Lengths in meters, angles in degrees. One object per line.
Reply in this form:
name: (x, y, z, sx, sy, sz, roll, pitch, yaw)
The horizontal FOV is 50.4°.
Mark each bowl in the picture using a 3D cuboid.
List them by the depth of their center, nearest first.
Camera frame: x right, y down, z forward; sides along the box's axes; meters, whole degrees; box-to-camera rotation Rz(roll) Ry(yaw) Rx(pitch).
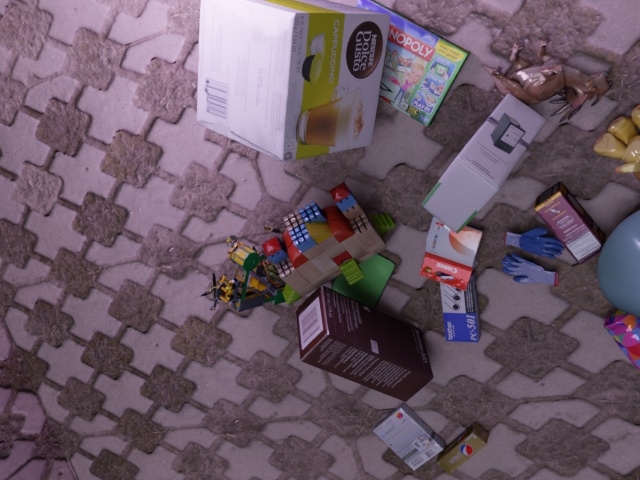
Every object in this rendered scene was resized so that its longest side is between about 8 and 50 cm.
bowl: (0.837, 0.081, 1.601, 0.311, 0.163, 0.311, -1, 113, -2)

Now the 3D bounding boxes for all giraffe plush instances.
giraffe plush: (0.779, -0.193, 1.598, 0.181, 0.210, 0.170, -36, 122, 25)

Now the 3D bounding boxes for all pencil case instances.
pencil case: (0.839, 0.283, 1.779, 0.104, 0.104, 0.236, -34, 93, 29)

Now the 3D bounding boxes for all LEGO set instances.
LEGO set: (-0.200, 0.069, 2.025, 0.192, 0.331, 0.255, 30, 126, 35)

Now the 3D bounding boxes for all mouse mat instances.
mouse mat: (0.129, 0.110, 2.059, 0.152, 0.007, 0.190, 29, 117, 10)

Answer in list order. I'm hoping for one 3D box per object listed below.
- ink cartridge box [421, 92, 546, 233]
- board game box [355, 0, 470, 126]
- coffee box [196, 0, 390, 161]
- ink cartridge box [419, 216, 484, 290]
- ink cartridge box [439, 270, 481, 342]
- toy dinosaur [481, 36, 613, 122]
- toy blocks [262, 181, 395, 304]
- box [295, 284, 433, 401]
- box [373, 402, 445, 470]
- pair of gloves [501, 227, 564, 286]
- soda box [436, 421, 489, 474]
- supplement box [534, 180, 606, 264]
ink cartridge box: (0.395, -0.187, 1.644, 0.121, 0.289, 0.211, 38, 146, 6)
board game box: (0.200, -0.471, 1.784, 0.317, 0.046, 0.213, 31, 119, 9)
coffee box: (-0.072, -0.423, 1.697, 0.338, 0.334, 0.338, 27, 121, 38)
ink cartridge box: (0.358, 0.035, 1.885, 0.145, 0.045, 0.179, 20, 100, 22)
ink cartridge box: (0.403, 0.190, 1.952, 0.097, 0.046, 0.207, -2, 109, 24)
toy dinosaur: (0.532, -0.374, 1.650, 0.295, 0.127, 0.200, 4, 148, 38)
toy blocks: (0.000, 0.000, 1.862, 0.381, 0.261, 0.191, -31, 54, 9)
box: (0.125, 0.297, 1.930, 0.381, 0.191, 0.143, 27, 122, -27)
box: (0.283, 0.629, 2.175, 0.186, 0.038, 0.145, 43, 119, 1)
pair of gloves: (0.562, 0.041, 1.808, 0.159, 0.023, 0.198, 14, 133, 25)
soda box: (0.439, 0.644, 2.102, 0.058, 0.061, 0.181, 39, 119, 4)
supplement box: (0.637, -0.046, 1.732, 0.081, 0.104, 0.188, -39, 92, 29)
